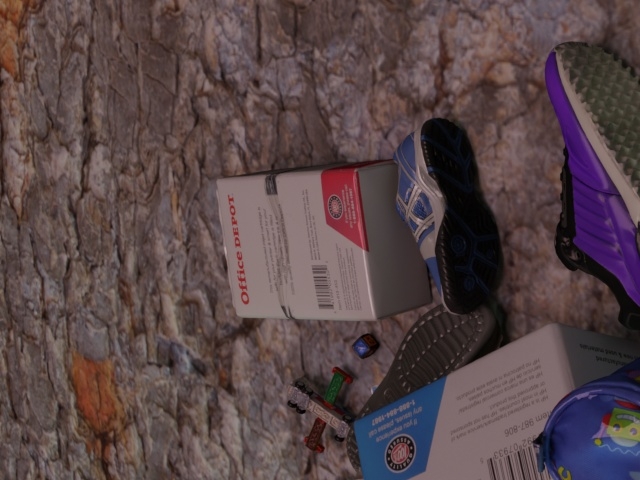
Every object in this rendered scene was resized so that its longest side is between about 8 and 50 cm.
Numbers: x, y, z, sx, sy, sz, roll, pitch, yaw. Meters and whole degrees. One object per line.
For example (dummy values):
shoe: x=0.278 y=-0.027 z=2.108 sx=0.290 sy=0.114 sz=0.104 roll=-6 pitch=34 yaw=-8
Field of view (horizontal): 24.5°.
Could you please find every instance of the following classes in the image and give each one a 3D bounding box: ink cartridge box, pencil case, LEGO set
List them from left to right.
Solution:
ink cartridge box: x=0.000 y=0.000 z=1.706 sx=0.237 sy=0.100 sz=0.171 roll=-2 pitch=99 yaw=46
LEGO set: x=0.055 y=0.236 z=1.769 sx=0.182 sy=0.060 sz=0.244 roll=-16 pitch=90 yaw=35
ink cartridge box: x=0.211 y=0.319 z=1.415 sx=0.285 sy=0.166 sz=0.394 roll=-32 pitch=57 yaw=39
pencil case: x=0.306 y=0.157 z=1.268 sx=0.119 sy=0.306 sz=0.133 roll=30 pitch=114 yaw=30

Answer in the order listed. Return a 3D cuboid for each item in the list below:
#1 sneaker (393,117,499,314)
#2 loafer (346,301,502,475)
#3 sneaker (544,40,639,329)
sneaker: x=0.132 y=-0.022 z=1.587 sx=0.081 sy=0.080 sz=0.211 roll=-22 pitch=74 yaw=54
loafer: x=0.125 y=0.165 z=1.640 sx=0.251 sy=0.087 sz=0.094 roll=-53 pitch=42 yaw=26
sneaker: x=0.267 y=-0.042 z=1.409 sx=0.146 sy=0.102 sz=0.293 roll=-37 pitch=73 yaw=46
